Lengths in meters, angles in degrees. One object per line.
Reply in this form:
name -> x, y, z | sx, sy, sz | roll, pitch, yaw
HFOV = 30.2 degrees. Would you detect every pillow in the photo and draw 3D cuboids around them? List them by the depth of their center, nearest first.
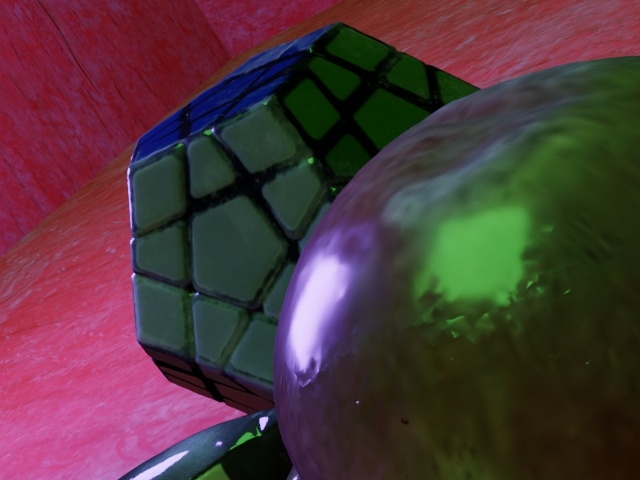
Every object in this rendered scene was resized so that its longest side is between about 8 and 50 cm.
pillow -> -0.090, 0.192, 0.732 | 0.250, 0.106, 0.186 | -34, -26, -3

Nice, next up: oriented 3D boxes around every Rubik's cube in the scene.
Rubik's cube -> 0.000, 0.000, 0.884 | 0.319, 0.264, 0.319 | -30, 16, 10

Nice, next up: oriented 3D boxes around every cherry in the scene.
cherry -> 0.101, 0.043, 0.482 | 0.261, 0.221, 0.307 | -24, 2, 36

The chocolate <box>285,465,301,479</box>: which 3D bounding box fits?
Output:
chocolate -> 0.016, 0.123, 0.620 | 0.102, 0.065, 0.329 | -11, 43, 49
